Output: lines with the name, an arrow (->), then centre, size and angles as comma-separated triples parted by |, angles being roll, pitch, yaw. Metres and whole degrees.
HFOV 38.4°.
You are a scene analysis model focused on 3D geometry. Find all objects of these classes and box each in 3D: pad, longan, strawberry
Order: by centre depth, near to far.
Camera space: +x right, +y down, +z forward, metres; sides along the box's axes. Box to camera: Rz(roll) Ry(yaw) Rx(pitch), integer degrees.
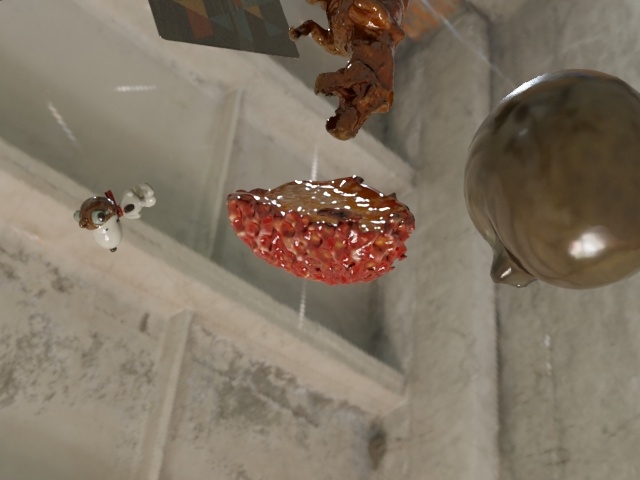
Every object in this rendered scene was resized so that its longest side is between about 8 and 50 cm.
strawberry -> 0.000, 0.000, 0.692 | 0.121, 0.188, 0.082 | -6, -75, -20
pad -> -0.122, -0.287, 1.098 | 0.211, 0.003, 0.143 | -4, -112, -44
longan -> 0.315, -0.068, 1.183 | 0.243, 0.300, 0.300 | 20, -128, -30

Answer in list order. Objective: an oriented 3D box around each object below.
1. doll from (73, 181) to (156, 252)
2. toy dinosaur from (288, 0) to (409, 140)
doll -> -0.194, -0.030, 0.880 | 0.085, 0.040, 0.058 | -56, -42, -30
toy dinosaur -> 0.036, -0.274, 0.920 | 0.208, 0.097, 0.432 | 50, -144, -26
